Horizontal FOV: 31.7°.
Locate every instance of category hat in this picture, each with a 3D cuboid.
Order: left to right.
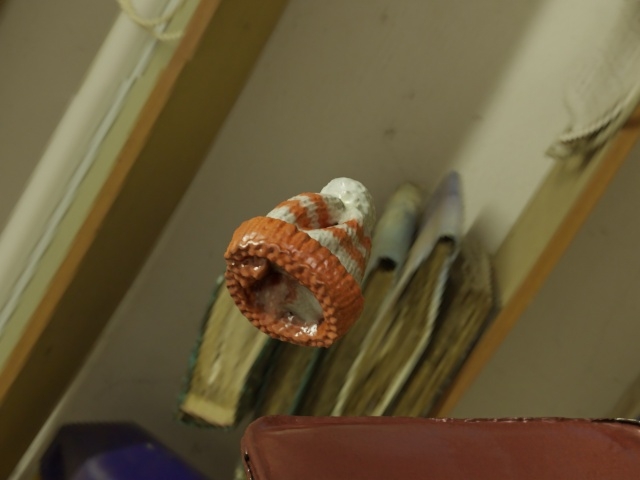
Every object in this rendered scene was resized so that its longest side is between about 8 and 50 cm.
[{"bbox_3d":[0.000,0.000,0.867,0.093,0.112,0.162,-39,11,46],"label":"hat"}]

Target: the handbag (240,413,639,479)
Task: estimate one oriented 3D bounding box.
[{"bbox_3d":[0.103,0.173,0.485,0.275,0.260,0.084,-131,50,-59],"label":"handbag"}]
